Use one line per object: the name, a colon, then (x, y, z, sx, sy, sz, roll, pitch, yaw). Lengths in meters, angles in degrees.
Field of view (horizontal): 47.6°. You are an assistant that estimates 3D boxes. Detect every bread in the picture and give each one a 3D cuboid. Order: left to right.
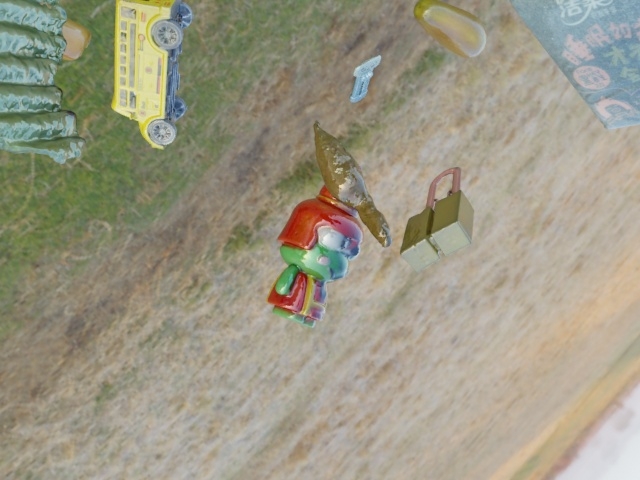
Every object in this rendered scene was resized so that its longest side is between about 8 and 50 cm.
bread: (-0.567, -0.423, 1.413, 0.239, 0.074, 0.092, 21, 146, -35)

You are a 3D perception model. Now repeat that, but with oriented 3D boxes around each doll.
doll: (0.000, 0.001, 1.531, 0.182, 0.160, 0.363, 30, 86, -52)

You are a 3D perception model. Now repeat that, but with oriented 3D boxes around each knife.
knife: (0.040, -0.147, 0.676, 0.027, 0.010, 0.096, -29, 174, -7)

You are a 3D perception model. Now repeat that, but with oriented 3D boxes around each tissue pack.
tissue pack: (0.446, -0.295, 1.027, 0.315, 0.227, 0.103, 38, 62, -32)

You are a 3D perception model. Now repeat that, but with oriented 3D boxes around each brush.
brush: (0.191, -0.050, 1.134, 0.103, 0.047, 0.233, -31, -160, 30)

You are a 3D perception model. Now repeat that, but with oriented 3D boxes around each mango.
mango: (0.314, -0.525, 1.771, 0.227, 0.136, 0.099, 19, 105, -34)

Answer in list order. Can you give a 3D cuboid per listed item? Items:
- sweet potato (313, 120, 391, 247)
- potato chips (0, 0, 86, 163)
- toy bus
sweet potato: (0.053, -0.097, 1.335, 0.074, 0.270, 0.075, -30, 168, -7)
potato chips: (-0.506, -0.304, 1.080, 0.097, 0.374, 0.389, -18, 162, 26)
toy bus: (-0.364, -0.366, 1.550, 0.144, 0.152, 0.330, -88, -171, -54)
